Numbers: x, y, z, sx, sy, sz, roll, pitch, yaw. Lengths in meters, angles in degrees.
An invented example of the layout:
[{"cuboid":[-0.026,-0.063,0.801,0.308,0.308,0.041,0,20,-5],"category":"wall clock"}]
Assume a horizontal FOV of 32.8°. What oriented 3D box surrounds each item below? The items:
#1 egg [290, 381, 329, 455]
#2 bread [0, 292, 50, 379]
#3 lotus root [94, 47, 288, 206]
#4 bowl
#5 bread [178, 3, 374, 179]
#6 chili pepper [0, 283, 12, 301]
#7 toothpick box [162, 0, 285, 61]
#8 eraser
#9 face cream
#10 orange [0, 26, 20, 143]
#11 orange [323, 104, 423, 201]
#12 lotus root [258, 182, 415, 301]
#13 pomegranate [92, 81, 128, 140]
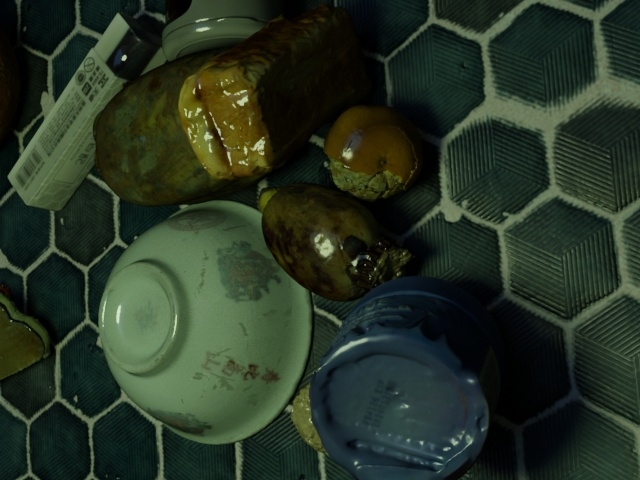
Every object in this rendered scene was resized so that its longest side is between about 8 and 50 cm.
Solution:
[{"cuboid":[0.016,0.269,1.690,0.118,0.116,0.140,24,124,29],"category":"egg"},{"cuboid":[-0.663,0.186,2.146,0.286,0.056,0.207,-22,107,28],"category":"bread"},{"cuboid":[-0.228,-0.175,1.827,0.346,0.250,0.250,-19,74,36],"category":"lotus root"},{"cuboid":[-0.243,0.132,1.834,0.435,0.196,0.435,-5,82,35],"category":"bowl"},{"cuboid":[-0.067,-0.227,1.662,0.149,0.344,0.195,0,116,35],"category":"bread"},{"cuboid":[-0.707,0.145,2.233,0.169,0.065,0.088,-18,75,35],"category":"chili pepper"},{"cuboid":[-0.159,-0.460,1.845,0.229,0.229,0.316,-11,77,33],"category":"toothpick box"},{"cuboid":[-0.442,-0.239,2.072,0.404,0.096,0.098,-50,59,19],"category":"eraser"},{"cuboid":[0.125,0.196,1.507,0.249,0.225,0.249,3,106,12],"category":"face cream"},{"cuboid":[-0.765,-0.313,2.174,0.322,0.322,0.357,-8,72,34],"category":"orange"},{"cuboid":[0.081,-0.136,1.674,0.156,0.156,0.134,-56,17,16],"category":"orange"},{"cuboid":[0.000,0.000,1.702,0.314,0.141,0.169,29,141,39],"category":"lotus root"},{"cuboid":[-0.357,-0.219,1.996,0.114,0.114,0.142,22,107,34],"category":"pomegranate"}]
